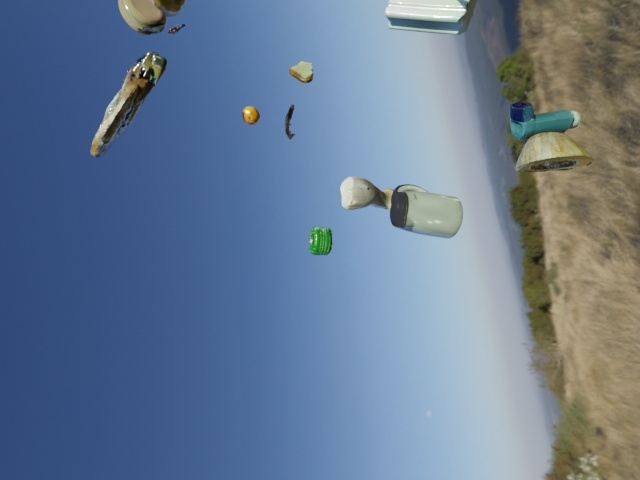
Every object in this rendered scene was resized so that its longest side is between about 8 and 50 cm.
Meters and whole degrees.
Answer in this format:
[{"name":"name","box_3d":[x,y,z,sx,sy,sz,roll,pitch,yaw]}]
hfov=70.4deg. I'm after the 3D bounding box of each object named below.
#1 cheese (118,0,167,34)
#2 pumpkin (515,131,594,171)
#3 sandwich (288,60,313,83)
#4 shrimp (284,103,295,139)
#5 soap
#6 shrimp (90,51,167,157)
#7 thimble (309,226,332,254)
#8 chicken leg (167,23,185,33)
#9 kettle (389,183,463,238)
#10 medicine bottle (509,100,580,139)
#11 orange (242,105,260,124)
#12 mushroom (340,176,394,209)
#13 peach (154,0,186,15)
[{"name":"cheese","box_3d":[-0.713,-0.938,1.754,0.163,0.082,0.287,-26,-88,-42]},{"name":"pumpkin","box_3d":[0.715,-0.274,1.405,0.217,0.217,0.110,19,-114,-65]},{"name":"sandwich","box_3d":[-0.062,-0.674,1.819,0.105,0.093,0.036,44,157,26]},{"name":"shrimp","box_3d":[-0.167,-0.669,2.602,0.148,0.035,0.195,58,-140,-61]},{"name":"soap","box_3d":[0.398,-0.844,1.634,0.173,0.289,0.095,-69,-23,-10]},{"name":"shrimp","box_3d":[-0.706,-0.495,1.641,0.109,0.221,0.446,31,-100,-24]},{"name":"thimble","box_3d":[0.000,0.000,2.037,0.118,0.090,0.130,-121,38,-67]},{"name":"chicken leg","box_3d":[-0.634,-0.928,1.994,0.021,0.083,0.036,61,159,-4]},{"name":"kettle","box_3d":[0.376,-0.121,1.695,0.161,0.236,0.221,116,154,-48]},{"name":"medicine bottle","box_3d":[0.758,-0.412,1.541,0.079,0.258,0.124,-125,30,-60]},{"name":"orange","box_3d":[-0.312,-0.559,2.035,0.070,0.083,0.083,-76,-34,-45]},{"name":"mushroom","box_3d":[0.231,-0.206,2.150,0.328,0.122,0.159,8,-86,-40]},{"name":"peach","box_3d":[-0.716,-1.162,2.092,0.251,0.153,0.251,-53,-13,-18]}]
